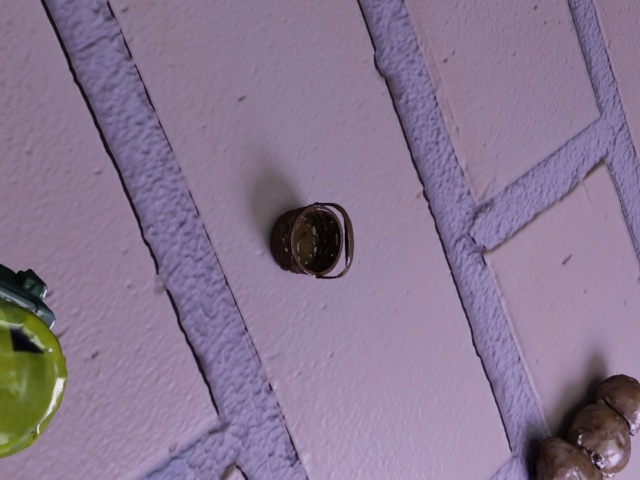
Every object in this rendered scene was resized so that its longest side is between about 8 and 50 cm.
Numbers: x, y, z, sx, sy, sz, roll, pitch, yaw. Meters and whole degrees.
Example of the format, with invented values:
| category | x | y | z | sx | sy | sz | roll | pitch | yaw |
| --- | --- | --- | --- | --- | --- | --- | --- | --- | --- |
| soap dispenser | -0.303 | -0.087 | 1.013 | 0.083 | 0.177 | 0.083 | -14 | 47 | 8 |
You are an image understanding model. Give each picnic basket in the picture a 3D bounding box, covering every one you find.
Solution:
| category | x | y | z | sx | sy | sz | roll | pitch | yaw |
| --- | --- | --- | --- | --- | --- | --- | --- | --- | --- |
| picnic basket | 0.000 | 0.000 | 0.883 | 0.072 | 0.083 | 0.072 | -1 | 92 | -41 |

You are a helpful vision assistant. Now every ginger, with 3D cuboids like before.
| category | x | y | z | sx | sy | sz | roll | pitch | yaw |
| --- | --- | --- | --- | --- | --- | --- | --- | --- | --- |
| ginger | 0.338 | 0.245 | 1.168 | 0.204 | 0.080 | 0.104 | -37 | 107 | -31 |

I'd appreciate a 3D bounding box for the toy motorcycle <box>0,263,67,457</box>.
| category | x | y | z | sx | sy | sz | roll | pitch | yaw |
| --- | --- | --- | --- | --- | --- | --- | --- | --- | --- |
| toy motorcycle | -0.315 | 0.128 | 0.575 | 0.200 | 0.191 | 0.326 | 35 | 82 | -31 |
